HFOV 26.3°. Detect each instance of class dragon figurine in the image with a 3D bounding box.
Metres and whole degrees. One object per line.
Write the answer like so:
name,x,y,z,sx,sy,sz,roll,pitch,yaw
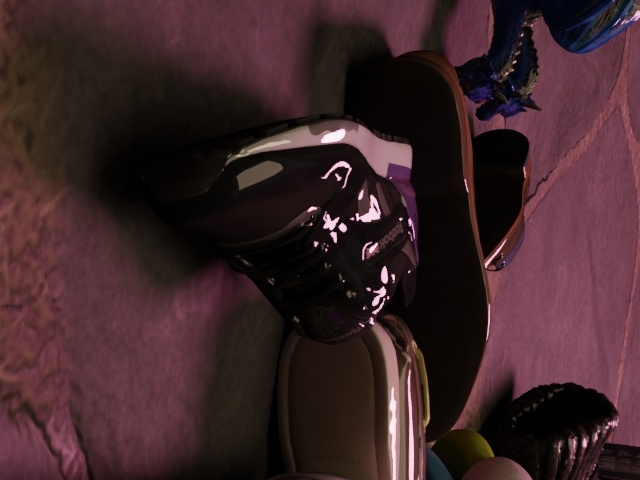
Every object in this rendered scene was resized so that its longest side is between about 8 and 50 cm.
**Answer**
dragon figurine,0.222,-0.213,1.156,0.144,0.289,0.085,66,12,20

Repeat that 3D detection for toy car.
toy car,0.078,0.236,1.105,0.136,0.159,0.182,19,83,-27

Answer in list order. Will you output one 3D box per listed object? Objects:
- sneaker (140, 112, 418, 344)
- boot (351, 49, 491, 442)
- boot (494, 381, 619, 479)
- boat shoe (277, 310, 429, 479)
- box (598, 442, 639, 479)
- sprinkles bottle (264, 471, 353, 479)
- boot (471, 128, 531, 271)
sneaker,0.000,0.000,0.807,0.283,0.107,0.124,-1,79,-66
boot,0.083,0.005,1.053,0.115,0.112,0.305,-47,139,-68
boot,0.221,0.323,1.431,0.348,0.131,0.260,-56,155,-63
boat shoe,0.021,0.209,0.974,0.096,0.116,0.324,0,93,-63
box,0.519,0.341,2.007,0.175,0.220,0.051,35,62,-65
sprinkles bottle,-0.066,0.195,0.758,0.355,0.121,0.121,16,84,-66
boot,0.147,0.004,1.214,0.219,0.082,0.106,-59,146,-44
